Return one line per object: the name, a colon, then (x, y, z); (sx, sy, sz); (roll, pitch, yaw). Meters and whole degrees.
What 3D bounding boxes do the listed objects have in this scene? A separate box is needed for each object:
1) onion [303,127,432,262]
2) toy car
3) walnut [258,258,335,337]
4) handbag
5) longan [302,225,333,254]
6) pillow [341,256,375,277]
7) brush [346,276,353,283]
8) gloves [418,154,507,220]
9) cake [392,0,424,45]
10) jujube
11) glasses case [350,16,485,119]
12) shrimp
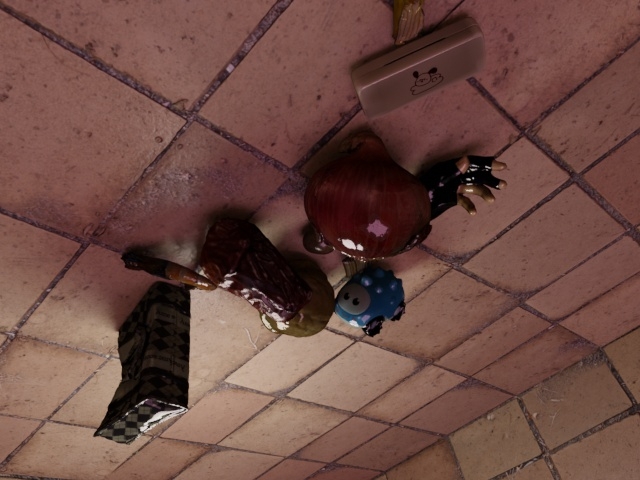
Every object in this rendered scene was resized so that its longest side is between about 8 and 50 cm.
onion: (0.124, -0.083, 1.477); (0.353, 0.354, 0.354); (-9, 138, -8)
toy car: (0.168, 0.182, 1.858); (0.255, 0.188, 0.190); (-24, 129, -35)
walnut: (-0.074, 0.187, 1.779); (0.282, 0.227, 0.283); (-19, 121, -35)
handbag: (-0.536, 0.376, 1.706); (0.180, 0.416, 0.316); (31, 125, -35)
longan: (0.000, 0.000, 1.691); (0.113, 0.092, 0.113); (-8, 139, -7)
pillow: (0.163, 0.045, 1.798); (0.203, 0.038, 0.113); (-31, 148, -8)
brush: (0.107, 0.058, 1.839); (0.039, 0.042, 0.299); (-22, 146, -20)
gloves: (0.381, -0.158, 1.590); (0.301, 0.152, 0.197); (-9, 152, 31)
cake: (0.201, -0.495, 1.205); (0.079, 0.116, 0.185); (-11, 134, -8)
jujube: (-0.180, 0.088, 1.570); (0.342, 0.216, 0.216); (37, 126, 3)
glasses case: (0.233, -0.404, 1.324); (0.312, 0.070, 0.131); (-23, 151, 7)
shrimp: (-0.441, 0.099, 1.655); (0.290, 0.054, 0.222); (16, 167, 2)
